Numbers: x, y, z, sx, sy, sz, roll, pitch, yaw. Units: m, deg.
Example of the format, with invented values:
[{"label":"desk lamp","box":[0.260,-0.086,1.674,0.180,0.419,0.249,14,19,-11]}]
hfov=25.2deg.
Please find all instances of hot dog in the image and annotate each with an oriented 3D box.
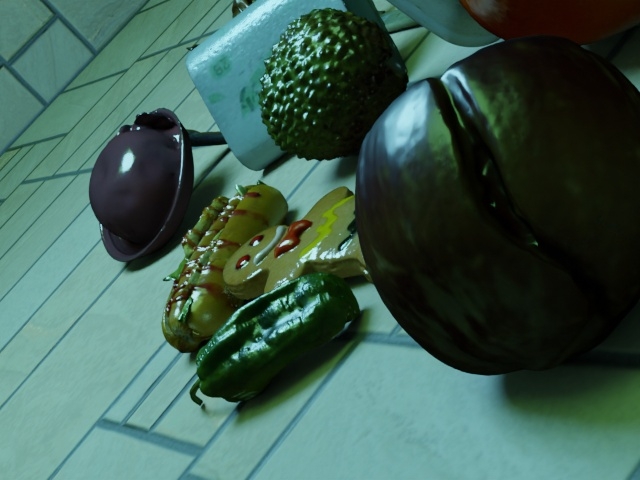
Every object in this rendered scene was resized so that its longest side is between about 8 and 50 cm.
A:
[{"label":"hot dog","box":[-0.105,0.015,1.494,0.104,0.076,0.250,-29,26,37]}]

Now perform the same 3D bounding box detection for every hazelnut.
[{"label":"hazelnut","box":[0.136,-0.018,0.946,0.218,0.218,0.234,-54,3,-29]}]

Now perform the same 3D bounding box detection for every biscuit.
[{"label":"biscuit","box":[0.000,-0.001,1.333,0.250,0.036,0.165,-15,32,41]}]

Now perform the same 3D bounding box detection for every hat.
[{"label":"hat","box":[-0.239,-0.074,1.817,0.205,0.089,0.205,-24,58,47]}]

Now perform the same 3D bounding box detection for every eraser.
[{"label":"eraser","box":[-0.033,-0.210,1.696,0.227,0.174,0.081,-33,-11,27]}]

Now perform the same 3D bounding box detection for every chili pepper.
[{"label":"chili pepper","box":[-0.059,0.099,1.245,0.204,0.073,0.072,-36,34,24]}]

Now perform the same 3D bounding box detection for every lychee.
[{"label":"lychee","box":[0.009,-0.164,1.526,0.171,0.171,0.171,-38,20,16]}]

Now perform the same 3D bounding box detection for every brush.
[{"label":"brush","box":[0.083,-0.278,1.816,0.085,0.020,0.336,-51,21,-21]}]

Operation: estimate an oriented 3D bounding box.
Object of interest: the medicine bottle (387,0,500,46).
[{"label":"medicine bottle","box":[0.183,-0.394,1.483,0.375,0.282,0.123,-50,-9,-15]}]

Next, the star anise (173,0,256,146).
[{"label":"star anise","box":[-0.090,-0.235,1.853,0.346,0.237,0.148,-44,-20,16]}]

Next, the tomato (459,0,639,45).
[{"label":"tomato","box":[0.235,-0.332,1.244,0.321,0.321,0.321,-38,20,16]}]
